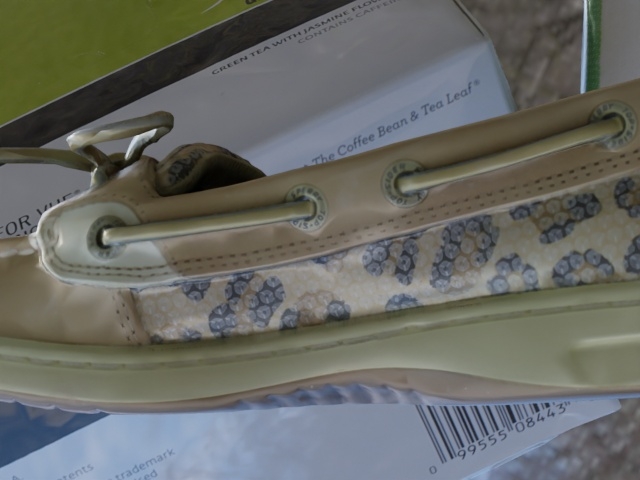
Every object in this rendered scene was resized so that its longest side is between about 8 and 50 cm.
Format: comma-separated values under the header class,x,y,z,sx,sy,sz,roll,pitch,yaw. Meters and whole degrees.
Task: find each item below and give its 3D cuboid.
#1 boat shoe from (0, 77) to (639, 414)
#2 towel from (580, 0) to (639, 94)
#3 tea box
class,x,y,z,sx,sy,sz,roll,pitch,yaw
boat shoe,0.000,0.000,0.486,0.285,0.089,0.104,-3,-179,15
towel,0.195,-0.123,0.607,0.038,0.325,0.248,24,-130,-18
tea box,-0.081,-0.007,0.850,0.329,0.220,0.323,-25,-146,0
